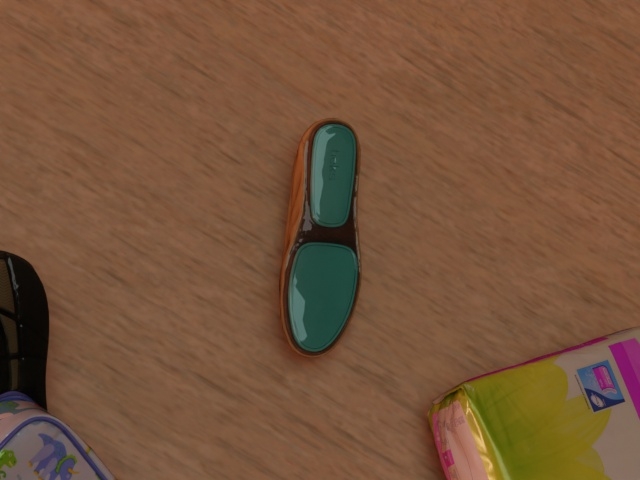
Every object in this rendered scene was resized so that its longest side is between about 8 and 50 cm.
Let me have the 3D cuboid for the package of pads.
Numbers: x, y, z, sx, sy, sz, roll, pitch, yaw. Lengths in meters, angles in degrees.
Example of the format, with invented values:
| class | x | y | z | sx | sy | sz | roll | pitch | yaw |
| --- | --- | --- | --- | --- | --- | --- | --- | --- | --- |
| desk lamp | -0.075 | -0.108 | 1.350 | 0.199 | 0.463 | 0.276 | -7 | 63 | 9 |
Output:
| class | x | y | z | sx | sy | sz | roll | pitch | yaw |
| --- | --- | --- | --- | --- | --- | --- | --- | --- | --- |
| package of pads | 0.246 | 0.250 | 1.468 | 0.229 | 0.101 | 0.297 | -15 | 77 | -24 |

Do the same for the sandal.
| class | x | y | z | sx | sy | sz | roll | pitch | yaw |
| --- | --- | --- | --- | --- | --- | --- | --- | --- | --- |
| sandal | -0.304 | 0.159 | 1.405 | 0.120 | 0.086 | 0.303 | 10 | 86 | -43 |

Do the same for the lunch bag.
| class | x | y | z | sx | sy | sz | roll | pitch | yaw |
| --- | --- | --- | --- | --- | --- | --- | --- | --- | --- |
| lunch bag | -0.247 | 0.249 | 1.345 | 0.176 | 0.090 | 0.219 | -46 | 125 | -19 |

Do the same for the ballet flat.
| class | x | y | z | sx | sy | sz | roll | pitch | yaw |
| --- | --- | --- | --- | --- | --- | --- | --- | --- | --- |
| ballet flat | 0.000 | 0.000 | 1.520 | 0.080 | 0.073 | 0.232 | 11 | 79 | -17 |
